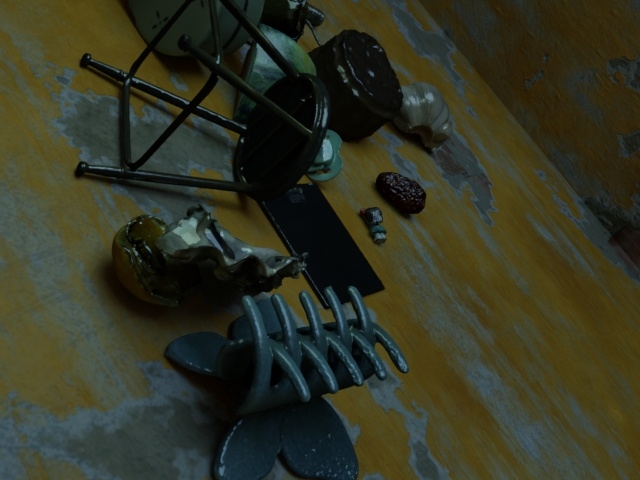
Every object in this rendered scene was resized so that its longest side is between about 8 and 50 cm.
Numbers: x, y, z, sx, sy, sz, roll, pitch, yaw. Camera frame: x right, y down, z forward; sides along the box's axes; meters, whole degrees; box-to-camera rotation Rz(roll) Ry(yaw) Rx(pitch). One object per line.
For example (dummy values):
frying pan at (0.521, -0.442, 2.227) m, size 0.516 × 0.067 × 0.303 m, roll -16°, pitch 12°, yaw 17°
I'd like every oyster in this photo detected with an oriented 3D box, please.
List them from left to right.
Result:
oyster at (-0.147, 0.030, 1.191) m, size 0.238 × 0.114 × 0.351 m, roll 24°, pitch -6°, yaw -2°

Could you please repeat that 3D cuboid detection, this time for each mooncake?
mooncake at (0.106, -0.474, 2.031) m, size 0.324 × 0.187 × 0.324 m, roll 29°, pitch 47°, yaw -37°

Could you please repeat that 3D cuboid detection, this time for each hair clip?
hair clip at (-0.047, 0.216, 1.132) m, size 0.318 × 0.238 × 0.392 m, roll 1°, pitch 55°, yaw -45°

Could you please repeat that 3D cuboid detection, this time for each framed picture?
framed picture at (0.000, 0.000, 1.616) m, size 0.255 × 0.014 × 0.338 m, roll -12°, pitch 65°, yaw -54°

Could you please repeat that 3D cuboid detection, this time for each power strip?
power strip at (-0.297, -0.620, 1.620) m, size 0.161 × 0.357 × 0.357 m, roll -18°, pitch 69°, yaw -52°

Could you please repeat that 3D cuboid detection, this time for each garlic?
garlic at (0.359, -0.459, 2.353) m, size 0.281 × 0.184 × 0.203 m, roll 20°, pitch 33°, yaw -35°

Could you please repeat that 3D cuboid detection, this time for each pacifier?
pacifier at (0.003, -0.219, 1.795) m, size 0.116 × 0.127 × 0.150 m, roll 61°, pitch 18°, yaw -71°

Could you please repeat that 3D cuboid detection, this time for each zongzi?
zongzi at (-0.159, -0.643, 1.855) m, size 0.289 × 0.154 × 0.317 m, roll 16°, pitch 20°, yaw 7°

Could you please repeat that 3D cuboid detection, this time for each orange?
orange at (-0.291, 0.043, 1.150) m, size 0.160 × 0.112 × 0.169 m, roll 9°, pitch 63°, yaw -65°

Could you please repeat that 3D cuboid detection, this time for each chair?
chair at (-0.220, -0.294, 1.379) m, size 0.410 × 0.365 × 0.361 m, roll 23°, pitch 39°, yaw -38°

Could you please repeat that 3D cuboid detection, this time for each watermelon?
watermelon at (-0.148, -0.404, 1.791) m, size 0.213 × 0.201 × 0.261 m, roll 23°, pitch 81°, yaw -32°

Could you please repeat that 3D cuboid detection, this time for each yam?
yam at (-0.107, -0.849, 2.354) m, size 0.274 × 0.061 × 0.061 m, roll 28°, pitch 37°, yaw -25°

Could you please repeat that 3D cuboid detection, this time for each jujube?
jujube at (0.239, -0.142, 1.963) m, size 0.166 × 0.104 × 0.104 m, roll 29°, pitch 36°, yaw -17°

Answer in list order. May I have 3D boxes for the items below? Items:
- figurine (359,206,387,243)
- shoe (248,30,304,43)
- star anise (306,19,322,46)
figurine at (0.144, -0.043, 1.798) m, size 0.060 × 0.047 × 0.106 m, roll -10°, pitch 64°, yaw -11°
shoe at (-0.152, -0.643, 2.036) m, size 0.228 × 0.112 × 0.099 m, roll 19°, pitch 43°, yaw -39°
star anise at (-0.010, -0.633, 2.226) m, size 0.148 × 0.218 × 0.227 m, roll -37°, pitch 55°, yaw -23°
